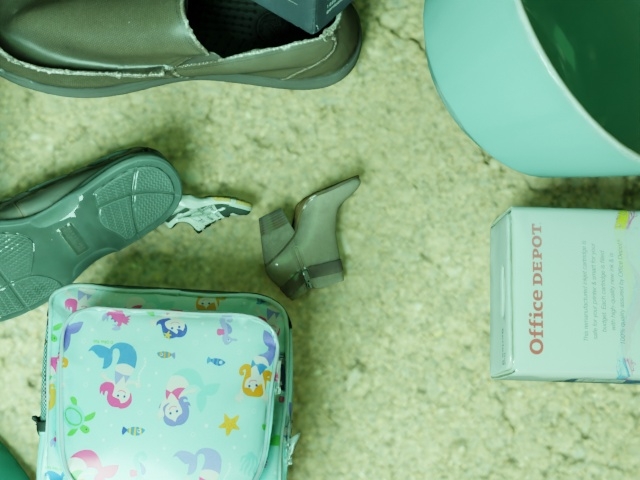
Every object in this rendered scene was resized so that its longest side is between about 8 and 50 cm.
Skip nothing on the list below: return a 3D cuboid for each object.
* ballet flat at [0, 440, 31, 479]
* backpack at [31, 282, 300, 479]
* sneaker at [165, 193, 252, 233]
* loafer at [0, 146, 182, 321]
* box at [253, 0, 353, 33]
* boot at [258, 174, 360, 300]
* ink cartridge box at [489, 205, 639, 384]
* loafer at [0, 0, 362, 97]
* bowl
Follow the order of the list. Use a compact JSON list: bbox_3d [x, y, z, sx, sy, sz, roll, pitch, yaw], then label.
[{"bbox_3d":[-0.325,0.179,1.140,0.079,0.077,0.221,-38,79,9],"label":"ballet flat"},{"bbox_3d":[-0.132,0.166,1.105,0.225,0.191,0.253,4,84,-6],"label":"backpack"},{"bbox_3d":[-0.105,-0.024,1.217,0.083,0.032,0.036,2,93,0],"label":"sneaker"},{"bbox_3d":[-0.253,-0.005,1.182,0.268,0.084,0.096,-27,118,-7],"label":"loafer"},{"bbox_3d":[-0.082,-0.401,1.079,0.343,0.312,0.179,32,58,20],"label":"box"},{"bbox_3d":[0.000,0.000,1.218,0.118,0.042,0.087,-25,89,-8],"label":"boot"},{"bbox_3d":[0.267,0.054,1.205,0.213,0.093,0.154,2,79,-7],"label":"ink cartridge box"},{"bbox_3d":[-0.139,-0.213,1.193,0.366,0.130,0.133,-3,80,-6],"label":"loafer"},{"bbox_3d":[0.211,-0.179,1.170,0.312,0.163,0.311,20,58,-35],"label":"bowl"}]
